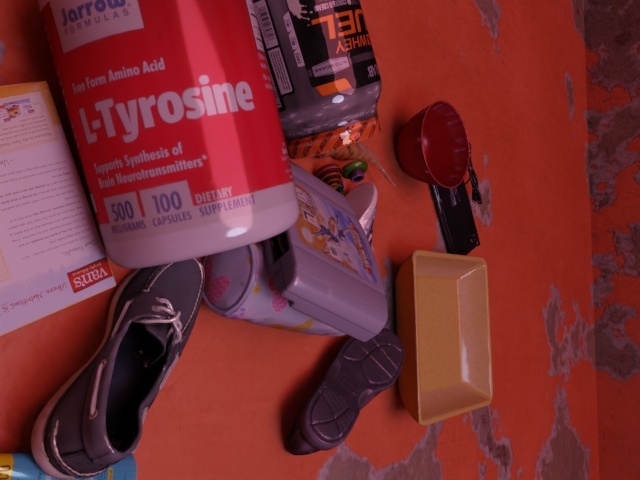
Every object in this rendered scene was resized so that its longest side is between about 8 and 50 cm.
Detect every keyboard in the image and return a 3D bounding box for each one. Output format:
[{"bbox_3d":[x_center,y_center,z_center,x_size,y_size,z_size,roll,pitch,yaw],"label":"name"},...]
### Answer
[{"bbox_3d":[0.324,-0.124,1.442,0.202,0.033,0.316,-31,110,-41],"label":"keyboard"}]

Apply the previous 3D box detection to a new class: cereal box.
[{"bbox_3d":[-0.327,-0.032,0.617,0.173,0.047,0.240,-27,106,-49],"label":"cereal box"}]

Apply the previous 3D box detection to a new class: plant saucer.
[{"bbox_3d":[0.255,0.195,1.277,0.333,0.081,0.332,7,81,-50],"label":"plant saucer"}]

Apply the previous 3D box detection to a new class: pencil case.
[{"bbox_3d":[-0.046,0.071,0.898,0.273,0.114,0.124,18,67,-48],"label":"pencil case"}]

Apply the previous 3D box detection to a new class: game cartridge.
[{"bbox_3d":[0.000,0.000,0.882,0.198,0.062,0.297,26,32,-33],"label":"game cartridge"}]

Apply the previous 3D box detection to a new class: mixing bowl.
[{"bbox_3d":[0.226,-0.194,1.271,0.182,0.098,0.181,5,82,-45],"label":"mixing bowl"}]

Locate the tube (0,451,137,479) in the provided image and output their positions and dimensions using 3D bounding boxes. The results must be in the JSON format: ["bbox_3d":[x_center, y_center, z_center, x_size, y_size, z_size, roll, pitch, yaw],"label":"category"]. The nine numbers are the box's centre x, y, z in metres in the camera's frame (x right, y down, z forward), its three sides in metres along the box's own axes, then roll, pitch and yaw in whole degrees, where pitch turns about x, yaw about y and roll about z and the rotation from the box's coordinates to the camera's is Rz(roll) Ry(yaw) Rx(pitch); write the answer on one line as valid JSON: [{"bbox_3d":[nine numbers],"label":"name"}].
[{"bbox_3d":[-0.290,0.248,0.619,0.207,0.052,0.080,17,80,-50],"label":"tube"}]

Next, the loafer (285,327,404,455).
[{"bbox_3d":[0.039,0.247,1.018,0.109,0.095,0.302,48,38,4],"label":"loafer"}]

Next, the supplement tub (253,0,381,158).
[{"bbox_3d":[-0.023,-0.295,0.910,0.194,0.194,0.315,-35,112,-47],"label":"supplement tub"}]

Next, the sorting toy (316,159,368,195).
[{"bbox_3d":[0.041,-0.107,1.062,0.102,0.061,0.042,-8,65,-23],"label":"sorting toy"}]

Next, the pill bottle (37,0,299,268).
[{"bbox_3d":[-0.174,-0.190,0.682,0.229,0.229,0.407,-23,103,-50],"label":"pill bottle"}]

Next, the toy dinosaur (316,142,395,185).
[{"bbox_3d":[0.059,-0.172,1.114,0.212,0.064,0.112,5,100,-41],"label":"toy dinosaur"}]

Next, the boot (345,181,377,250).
[{"bbox_3d":[0.067,-0.008,1.092,0.086,0.069,0.189,48,58,-45],"label":"boot"}]

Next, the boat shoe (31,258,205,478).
[{"bbox_3d":[-0.194,0.121,0.692,0.116,0.099,0.319,55,35,-26],"label":"boat shoe"}]
